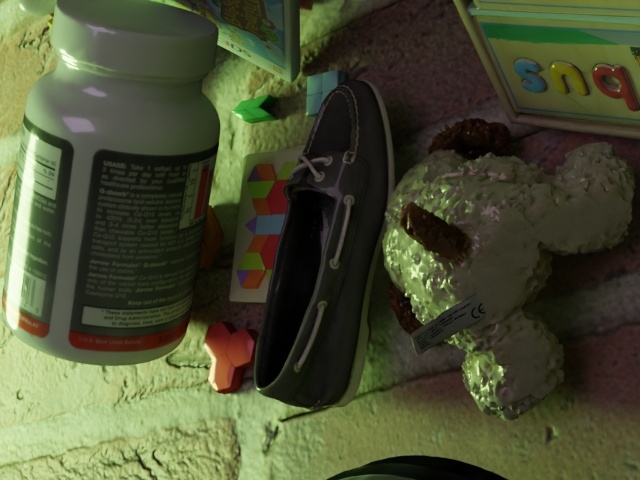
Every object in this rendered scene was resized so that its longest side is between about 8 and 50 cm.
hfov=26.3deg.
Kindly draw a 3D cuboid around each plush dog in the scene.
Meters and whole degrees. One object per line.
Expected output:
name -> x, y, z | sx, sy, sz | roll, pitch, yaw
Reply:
plush dog -> 0.126, 0.002, 1.243 | 0.262, 0.210, 0.225 | -68, 21, 5

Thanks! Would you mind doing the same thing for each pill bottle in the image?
pill bottle -> -0.221, -0.067, 1.478 | 0.210, 0.210, 0.363 | 31, 117, 42

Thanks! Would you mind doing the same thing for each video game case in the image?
video game case -> -0.109, -0.260, 1.437 | 0.193, 0.212, 0.023 | 28, 73, 9

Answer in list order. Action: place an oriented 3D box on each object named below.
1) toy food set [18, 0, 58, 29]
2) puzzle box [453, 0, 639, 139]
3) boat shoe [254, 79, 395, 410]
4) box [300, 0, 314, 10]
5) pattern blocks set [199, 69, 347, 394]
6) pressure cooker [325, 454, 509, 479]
toy food set -> -0.311, -0.253, 1.627 | 0.092, 0.306, 0.220 | -36, 47, -17
puzzle box -> 0.280, -0.184, 1.083 | 0.409, 0.272, 0.052 | 11, 55, 43
boat shoe -> 0.000, 0.000, 1.351 | 0.112, 0.095, 0.335 | 0, 84, 58
box -> -0.139, -0.361, 1.569 | 0.300, 0.142, 0.154 | 14, 89, 43
pattern blocks set -> -0.042, -0.014, 1.485 | 0.285, 0.026, 0.325 | -20, 67, 37
pressure cooker -> 0.060, 0.372, 1.065 | 0.370, 0.420, 0.375 | 27, 122, 22
